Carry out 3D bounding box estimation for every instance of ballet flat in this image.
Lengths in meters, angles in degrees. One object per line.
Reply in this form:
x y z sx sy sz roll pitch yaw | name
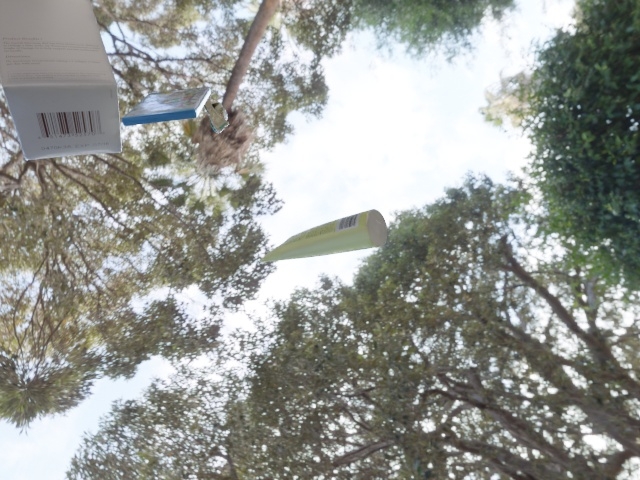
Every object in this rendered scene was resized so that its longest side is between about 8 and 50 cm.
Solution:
-0.299 -0.371 1.224 0.057 0.052 0.168 46 -166 -53 | ballet flat

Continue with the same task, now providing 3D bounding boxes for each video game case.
-0.263 -0.239 0.742 0.119 0.015 0.166 -7 -147 -1 | video game case

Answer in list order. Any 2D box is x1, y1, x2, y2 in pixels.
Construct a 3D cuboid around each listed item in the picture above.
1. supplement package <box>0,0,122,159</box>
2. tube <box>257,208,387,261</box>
-0.308 -0.197 0.495 0.105 0.105 0.179 -13 -118 -28 | supplement package
0.000 0.000 0.729 0.070 0.240 0.062 23 -117 -46 | tube
